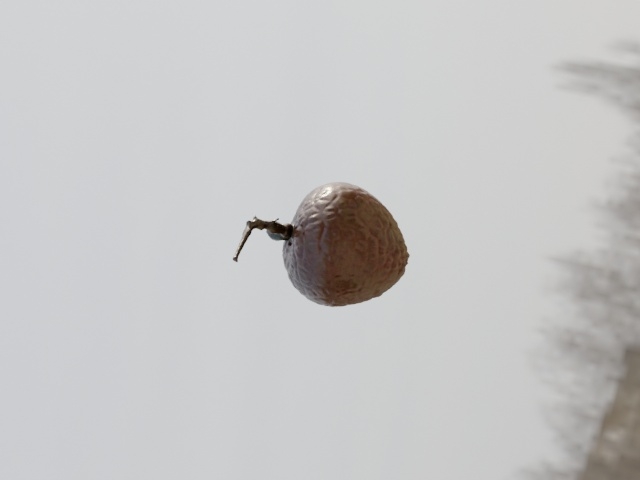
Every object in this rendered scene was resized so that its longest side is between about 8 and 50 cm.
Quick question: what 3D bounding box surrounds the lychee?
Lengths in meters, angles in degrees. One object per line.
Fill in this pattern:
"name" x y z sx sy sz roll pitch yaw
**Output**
"lychee" 0.006 -0.001 1.629 0.101 0.140 0.114 -47 21 10
